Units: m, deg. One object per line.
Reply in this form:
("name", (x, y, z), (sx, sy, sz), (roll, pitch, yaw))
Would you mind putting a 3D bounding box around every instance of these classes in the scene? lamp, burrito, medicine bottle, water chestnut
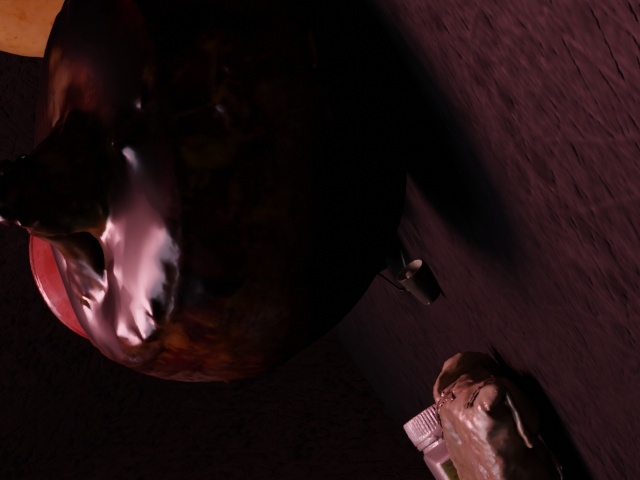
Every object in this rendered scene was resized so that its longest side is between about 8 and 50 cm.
("lamp", (0.094, 0.042, 1.391), (0.054, 0.041, 0.121), (50, 175, -17))
("burrito", (0.203, 0.255, 1.237), (0.348, 0.107, 0.175), (62, -172, -20))
("medicine bottle", (0.191, 0.290, 1.682), (0.188, 0.088, 0.132), (57, 176, 11))
("water chestnut", (-0.110, -0.056, 0.999), (0.350, 0.302, 0.351), (21, 114, 58))

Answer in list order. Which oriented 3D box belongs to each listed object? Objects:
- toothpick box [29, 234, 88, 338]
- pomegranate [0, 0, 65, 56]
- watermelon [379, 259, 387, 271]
("toothpick box", (-0.136, -0.023, 1.363), (0.333, 0.204, 0.204), (-26, 98, 50))
("pomegranate", (-0.316, -0.351, 1.394), (0.333, 0.332, 0.332), (57, 176, 6))
("watermelon", (-0.054, -0.032, 1.546), (0.264, 0.151, 0.302), (55, 140, 7))
